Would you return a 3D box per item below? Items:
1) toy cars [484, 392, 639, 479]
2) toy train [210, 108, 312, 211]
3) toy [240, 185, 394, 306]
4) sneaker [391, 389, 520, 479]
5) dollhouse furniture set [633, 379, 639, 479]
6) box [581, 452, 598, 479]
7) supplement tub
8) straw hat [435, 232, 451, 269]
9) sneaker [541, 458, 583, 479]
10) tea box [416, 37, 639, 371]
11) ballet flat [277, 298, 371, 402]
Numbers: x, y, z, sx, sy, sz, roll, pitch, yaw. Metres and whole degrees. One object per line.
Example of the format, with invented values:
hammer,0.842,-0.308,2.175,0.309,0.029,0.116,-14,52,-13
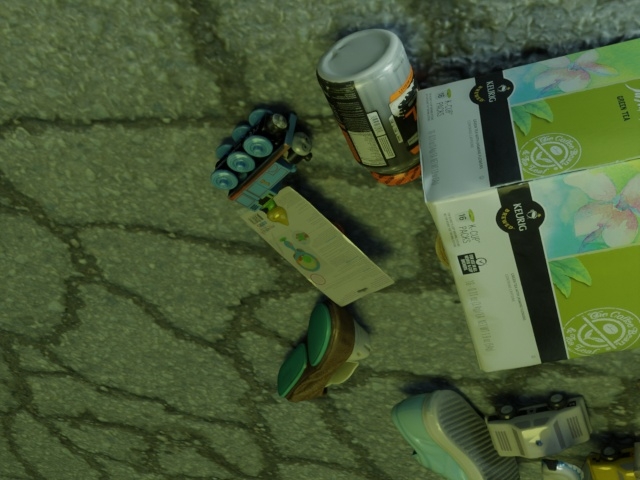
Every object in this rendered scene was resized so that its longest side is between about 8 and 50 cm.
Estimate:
toy cars,0.496,0.393,1.707,0.394,0.087,0.176,21,118,-1
toy train,-0.087,-0.121,1.380,0.105,0.080,0.184,26,139,-25
toy,0.000,0.000,1.502,0.237,0.056,0.137,40,140,-20
sneaker,0.271,0.423,1.854,0.150,0.135,0.366,-12,124,42
dollhouse furniture set,0.613,0.346,1.574,0.101,0.181,0.161,-18,129,36
box,0.555,0.525,1.849,0.091,0.130,0.170,12,141,8
supplement tub,0.079,-0.171,1.222,0.117,0.117,0.190,-5,137,26
straw hat,0.235,-0.020,1.380,0.145,0.061,0.144,1,132,2
sneaker,0.437,0.459,1.681,0.071,0.083,0.190,6,148,32
tea box,0.317,-0.037,1.164,0.324,0.220,0.329,-13,133,14
ballet flat,0.019,0.209,1.712,0.124,0.116,0.342,5,144,-17
